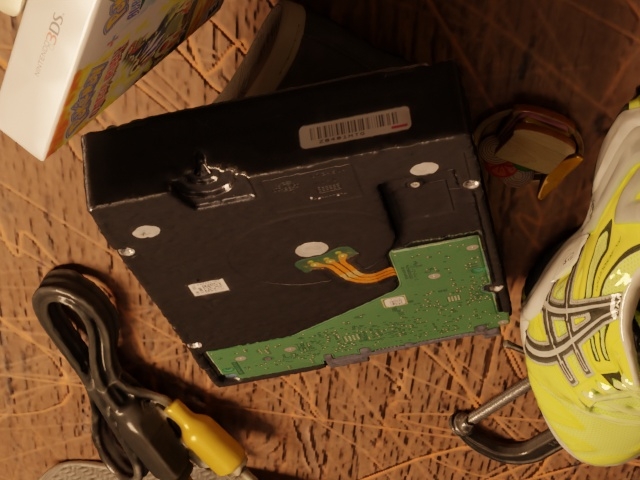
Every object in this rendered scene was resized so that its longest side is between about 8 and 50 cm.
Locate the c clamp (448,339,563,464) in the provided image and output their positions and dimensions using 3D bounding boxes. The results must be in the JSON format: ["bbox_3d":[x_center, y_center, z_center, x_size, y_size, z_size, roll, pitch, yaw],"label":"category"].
[{"bbox_3d":[0.165,0.137,1.465,0.137,0.022,0.160,21,139,-22],"label":"c clamp"}]

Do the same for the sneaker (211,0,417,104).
[{"bbox_3d":[-0.018,-0.058,1.206,0.118,0.083,0.222,21,140,-15],"label":"sneaker"}]

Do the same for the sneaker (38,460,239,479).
[{"bbox_3d":[-0.130,0.284,1.651,0.256,0.094,0.151,7,137,19],"label":"sneaker"}]

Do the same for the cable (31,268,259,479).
[{"bbox_3d":[-0.167,0.121,1.512,0.139,0.072,0.287,0,132,40],"label":"cable"}]

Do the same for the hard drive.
[{"bbox_3d":[0.000,0.000,1.193,0.237,0.064,0.339,-11,155,7],"label":"hard drive"}]

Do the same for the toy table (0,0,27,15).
[{"bbox_3d":[-0.183,-0.243,0.904,0.161,0.252,0.274,32,151,-2],"label":"toy table"}]

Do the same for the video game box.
[{"bbox_3d":[-0.095,-0.164,1.008,0.048,0.187,0.205,40,141,8],"label":"video game box"}]

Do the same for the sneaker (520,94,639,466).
[{"bbox_3d":[0.220,0.062,1.247,0.145,0.147,0.384,5,142,1],"label":"sneaker"}]

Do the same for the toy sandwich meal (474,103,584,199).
[{"bbox_3d":[0.142,-0.060,1.211,0.085,0.029,0.085,6,142,5],"label":"toy sandwich meal"}]
